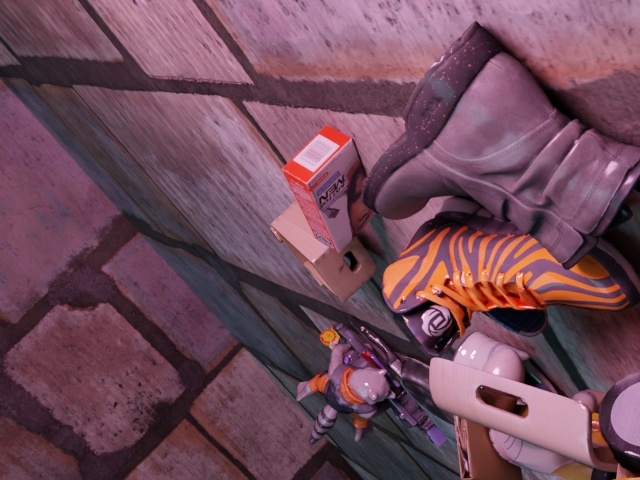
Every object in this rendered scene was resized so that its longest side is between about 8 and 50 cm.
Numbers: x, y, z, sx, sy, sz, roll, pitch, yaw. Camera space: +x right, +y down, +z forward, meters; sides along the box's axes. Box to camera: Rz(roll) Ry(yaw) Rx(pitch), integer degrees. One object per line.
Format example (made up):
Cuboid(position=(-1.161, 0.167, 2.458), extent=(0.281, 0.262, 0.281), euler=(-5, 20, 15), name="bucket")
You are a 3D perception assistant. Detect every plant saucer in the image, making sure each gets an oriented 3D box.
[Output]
Cuboid(position=(0.465, 0.390, 1.345), extent=(0.241, 0.037, 0.241), euler=(26, 173, 3), name="plant saucer")

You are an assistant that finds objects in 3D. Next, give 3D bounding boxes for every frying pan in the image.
Cuboid(position=(0.186, 0.265, 1.804), extent=(0.326, 0.053, 0.197), euler=(41, 164, -1), name="frying pan")

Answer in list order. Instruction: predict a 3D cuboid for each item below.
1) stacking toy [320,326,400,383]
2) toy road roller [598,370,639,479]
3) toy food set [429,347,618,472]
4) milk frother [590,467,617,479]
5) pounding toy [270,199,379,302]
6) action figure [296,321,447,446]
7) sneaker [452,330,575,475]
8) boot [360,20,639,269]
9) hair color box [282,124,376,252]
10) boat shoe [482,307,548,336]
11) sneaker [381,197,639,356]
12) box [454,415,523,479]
Cuboid(position=(0.102, 0.305, 2.094), extent=(0.221, 0.052, 0.167), euler=(34, 162, 28), name="stacking toy")
Cuboid(position=(0.391, 0.262, 0.759), extent=(0.330, 0.240, 0.202), euler=(-6, 135, 33), name="toy road roller")
Cuboid(position=(0.302, 0.190, 1.028), extent=(0.306, 0.092, 0.220), euler=(14, 178, -37), name="toy food set")
Cuboid(position=(0.404, 0.318, 1.228), extent=(0.129, 0.135, 0.143), euler=(49, 164, -8), name="milk frother")
Cuboid(position=(0.001, 0.002, 1.503), extent=(0.206, 0.094, 0.181), euler=(42, 172, 42), name="pounding toy")
Cuboid(position=(0.093, 0.366, 1.951), extent=(0.341, 0.178, 0.330), euler=(45, 152, 10), name="action figure")
Cuboid(position=(0.316, 0.267, 1.377), extent=(0.297, 0.111, 0.129), euler=(50, 157, -26), name="sneaker")
Cuboid(position=(0.171, -0.046, 0.894), extent=(0.223, 0.118, 0.338), euler=(40, 164, 6), name="boot")
Cuboid(position=(0.017, -0.069, 1.256), extent=(0.053, 0.093, 0.167), euler=(33, 162, 33), name="hair color box")
Cuboid(position=(0.223, 0.064, 1.166), extent=(0.183, 0.066, 0.066), euler=(45, 172, 33), name="boat shoe")
Cuboid(position=(0.192, 0.062, 1.002), extent=(0.124, 0.180, 0.321), euler=(52, 163, -25), name="sneaker")
Cuboid(position=(0.270, 0.316, 1.446), extent=(0.021, 0.164, 0.201), euler=(-18, 151, 29), name="box")
